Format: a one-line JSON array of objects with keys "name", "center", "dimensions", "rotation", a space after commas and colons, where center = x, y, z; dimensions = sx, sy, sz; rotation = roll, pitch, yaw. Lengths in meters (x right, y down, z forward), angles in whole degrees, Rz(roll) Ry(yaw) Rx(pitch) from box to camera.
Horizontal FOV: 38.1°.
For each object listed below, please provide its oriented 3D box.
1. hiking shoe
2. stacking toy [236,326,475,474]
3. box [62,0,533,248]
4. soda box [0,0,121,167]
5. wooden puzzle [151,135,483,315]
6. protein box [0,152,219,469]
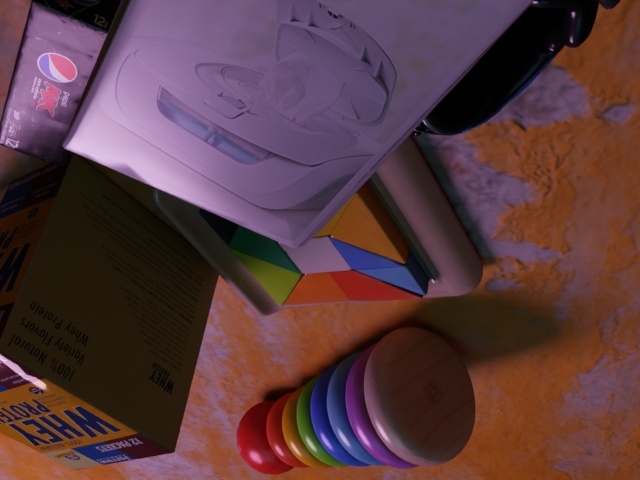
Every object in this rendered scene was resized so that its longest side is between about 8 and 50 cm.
[{"name": "hiking shoe", "center": [0.051, -0.113, 0.582], "dimensions": [0.113, 0.132, 0.304], "rotation": [26, 142, -21]}, {"name": "stacking toy", "center": [0.012, 0.204, 1.040], "dimensions": [0.141, 0.141, 0.330], "rotation": [31, 144, -26]}, {"name": "box", "center": [0.013, -0.171, 0.402], "dimensions": [0.127, 0.262, 0.231], "rotation": [23, 143, -17]}, {"name": "soda box", "center": [-0.194, -0.127, 0.689], "dimensions": [0.060, 0.053, 0.169], "rotation": [21, 144, -16]}, {"name": "wooden puzzle", "center": [0.000, 0.000, 0.827], "dimensions": [0.239, 0.044, 0.221], "rotation": [-10, 140, 25]}, {"name": "protein box", "center": [-0.223, 0.072, 0.844], "dimensions": [0.136, 0.201, 0.200], "rotation": [-18, 136, 33]}]
